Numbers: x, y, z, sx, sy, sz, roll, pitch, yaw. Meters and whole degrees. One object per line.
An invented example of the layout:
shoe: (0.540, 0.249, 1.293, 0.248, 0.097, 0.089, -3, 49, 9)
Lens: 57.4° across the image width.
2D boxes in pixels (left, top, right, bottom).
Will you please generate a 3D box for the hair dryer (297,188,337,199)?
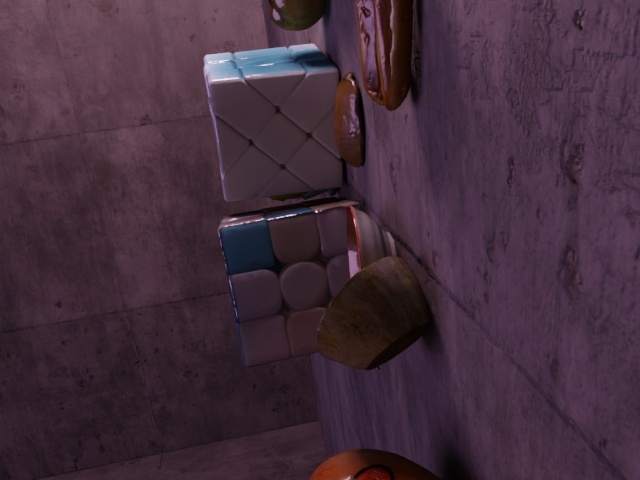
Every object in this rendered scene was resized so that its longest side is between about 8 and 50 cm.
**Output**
hair dryer: (-0.008, -0.134, 1.640, 0.063, 0.124, 0.038, 102, 144, -73)

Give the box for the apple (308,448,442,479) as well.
apple: (0.106, 0.518, 0.940, 0.338, 0.305, 0.338, 9, -90, -72)

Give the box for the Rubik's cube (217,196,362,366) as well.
Rubik's cube: (-0.065, 0.085, 1.504, 0.344, 0.347, 0.346, -142, 43, -80)

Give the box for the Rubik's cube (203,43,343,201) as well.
Rubik's cube: (-0.125, -0.319, 1.544, 0.316, 0.322, 0.318, -110, 14, -59)

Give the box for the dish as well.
dish: (0.107, 0.057, 1.141, 0.260, 0.085, 0.260, 174, 90, -89)

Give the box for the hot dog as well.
hot dog: (0.097, -0.312, 0.839, 0.100, 0.068, 0.249, -134, 31, -54)

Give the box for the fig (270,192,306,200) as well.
fig: (-0.134, -0.293, 1.927, 0.258, 0.258, 0.326, 156, 111, -82)

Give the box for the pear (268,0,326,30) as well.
pear: (-0.059, -0.586, 1.389, 0.167, 0.137, 0.167, 165, 90, -83)

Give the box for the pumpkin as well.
pumpkin: (0.106, 0.142, 0.980, 0.110, 0.217, 0.217, 39, 150, 28)

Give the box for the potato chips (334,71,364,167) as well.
potato chips: (0.057, -0.264, 1.283, 0.150, 0.049, 0.201, -119, 26, -53)
